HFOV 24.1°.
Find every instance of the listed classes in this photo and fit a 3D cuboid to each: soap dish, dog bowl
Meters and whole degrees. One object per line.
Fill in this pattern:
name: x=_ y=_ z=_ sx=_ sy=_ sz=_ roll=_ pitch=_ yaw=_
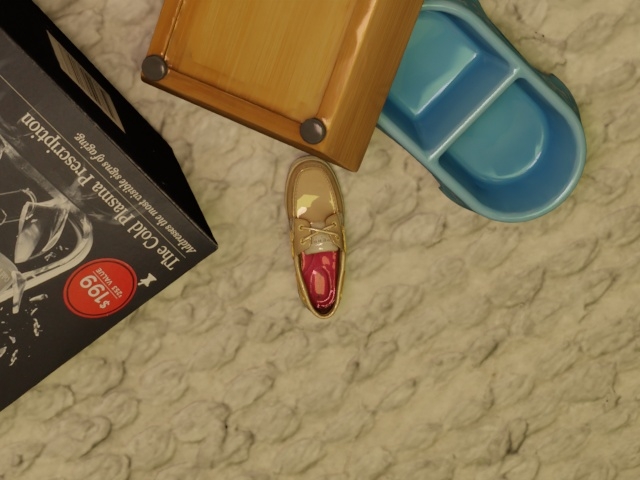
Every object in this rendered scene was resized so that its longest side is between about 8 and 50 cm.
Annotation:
soap dish: x=-0.027 y=-0.230 z=1.349 sx=0.229 sy=0.118 sz=0.290 roll=24 pitch=109 yaw=10
dog bowl: x=0.143 y=-0.133 z=1.476 sx=0.297 sy=0.074 sz=0.166 roll=41 pitch=100 yaw=-20

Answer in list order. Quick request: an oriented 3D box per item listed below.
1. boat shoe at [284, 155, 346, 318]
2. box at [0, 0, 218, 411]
boat shoe: x=0.000 y=0.000 z=1.512 sx=0.063 sy=0.059 sz=0.170 roll=-9 pitch=112 yaw=-5
box: x=-0.324 y=-0.042 z=1.329 sx=0.312 sy=0.179 sz=0.343 roll=-36 pitch=132 yaw=7
